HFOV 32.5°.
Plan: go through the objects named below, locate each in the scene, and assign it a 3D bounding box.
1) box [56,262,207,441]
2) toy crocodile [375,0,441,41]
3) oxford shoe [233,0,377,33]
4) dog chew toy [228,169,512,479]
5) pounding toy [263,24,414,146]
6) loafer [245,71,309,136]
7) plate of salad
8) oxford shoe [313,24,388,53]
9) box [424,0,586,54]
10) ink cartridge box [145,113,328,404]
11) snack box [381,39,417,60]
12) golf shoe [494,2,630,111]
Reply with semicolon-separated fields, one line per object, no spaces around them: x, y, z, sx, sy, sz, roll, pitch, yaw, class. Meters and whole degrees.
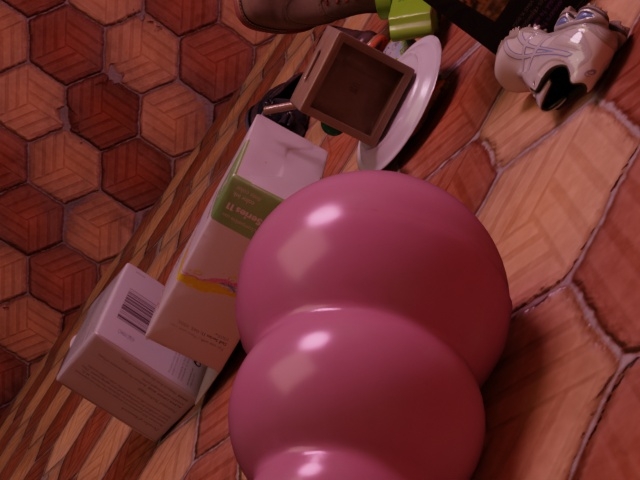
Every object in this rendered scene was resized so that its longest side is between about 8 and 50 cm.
-0.265;0.164;1.628;0.119;0.182;0.181;-45;18;30;box
0.146;-0.377;1.649;0.115;0.105;0.340;-9;34;11;toy crocodile
0.026;-0.419;1.798;0.348;0.123;0.130;-19;11;-27;oxford shoe
0.027;0.110;0.771;0.206;0.206;0.332;-42;28;44;dog chew toy
0.020;-0.190;1.401;0.141;0.130;0.100;-62;18;10;pounding toy
-0.068;-0.245;2.068;0.095;0.109;0.302;-45;14;22;loafer
0.107;-0.171;1.423;0.200;0.048;0.200;-54;22;33;plate of salad
0.037;-0.302;1.789;0.097;0.098;0.271;-54;7;-7;oxford shoe
0.153;-0.336;1.174;0.143;0.270;0.165;-48;16;29;box
-0.128;0.030;1.503;0.353;0.119;0.207;-59;9;28;ink cartridge box
0.107;-0.253;1.628;0.100;0.037;0.141;-51;14;15;snack box
0.207;-0.157;1.027;0.086;0.069;0.176;-66;15;-15;golf shoe
